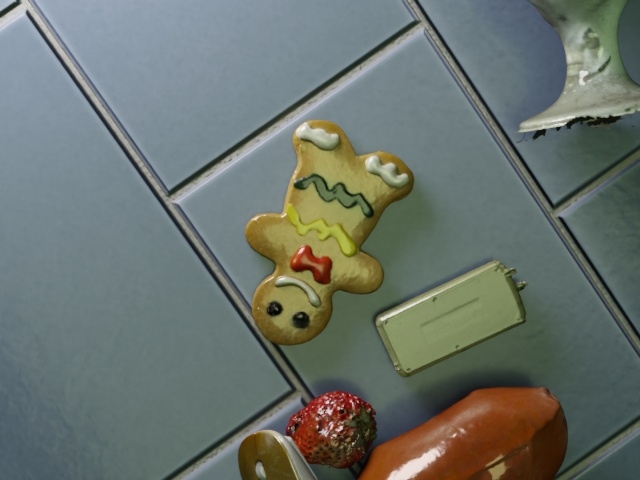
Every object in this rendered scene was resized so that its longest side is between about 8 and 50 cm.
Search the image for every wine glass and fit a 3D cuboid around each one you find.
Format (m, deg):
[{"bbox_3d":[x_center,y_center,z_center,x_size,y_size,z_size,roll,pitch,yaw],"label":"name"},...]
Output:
[{"bbox_3d":[0.253,-0.283,1.076,0.190,0.190,0.357,-12,98,-4],"label":"wine glass"}]

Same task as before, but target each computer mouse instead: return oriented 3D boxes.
[{"bbox_3d":[-0.021,0.290,1.141,0.045,0.102,0.199,-37,99,-40],"label":"computer mouse"}]

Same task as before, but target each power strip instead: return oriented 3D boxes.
[{"bbox_3d":[0.147,0.081,1.168,0.169,0.028,0.076,-24,95,-1],"label":"power strip"}]

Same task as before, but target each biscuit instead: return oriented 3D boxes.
[{"bbox_3d":[0.000,0.000,1.149,0.158,0.035,0.240,21,92,-4],"label":"biscuit"}]

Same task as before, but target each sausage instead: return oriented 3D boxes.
[{"bbox_3d":[0.143,0.241,1.125,0.258,0.133,0.133,-27,96,-9],"label":"sausage"}]

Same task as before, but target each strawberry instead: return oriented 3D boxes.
[{"bbox_3d":[0.010,0.202,1.142,0.096,0.083,0.083,0,94,18],"label":"strawberry"}]
